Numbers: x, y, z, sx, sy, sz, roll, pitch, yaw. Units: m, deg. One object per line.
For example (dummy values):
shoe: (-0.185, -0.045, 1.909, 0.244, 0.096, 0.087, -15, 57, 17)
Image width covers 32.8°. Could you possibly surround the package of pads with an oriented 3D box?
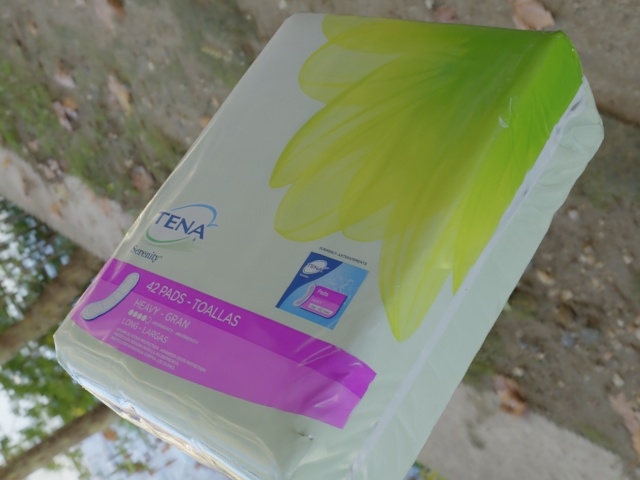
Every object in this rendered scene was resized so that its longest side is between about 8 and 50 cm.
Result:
package of pads: (0.000, 0.000, 0.650, 0.229, 0.297, 0.101, 18, 157, 44)
